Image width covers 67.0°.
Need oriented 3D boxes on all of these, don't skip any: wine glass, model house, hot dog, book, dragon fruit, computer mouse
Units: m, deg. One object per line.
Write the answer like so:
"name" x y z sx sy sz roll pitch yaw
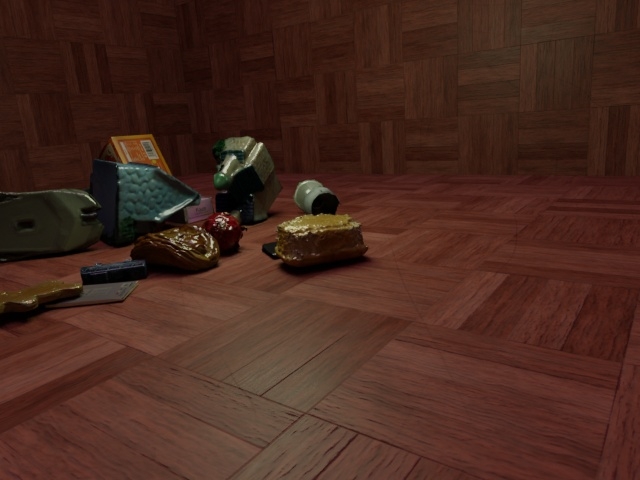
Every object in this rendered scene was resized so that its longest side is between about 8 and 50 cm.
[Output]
"wine glass" -0.014 -0.147 1.863 0.143 0.144 0.321 -7 17 -10
"model house" -0.322 -0.209 1.898 0.243 0.298 0.284 0 51 25
"model house" -0.663 -0.155 1.847 0.339 0.298 0.360 -6 13 -39
"hot dog" -0.411 0.017 1.374 0.259 0.114 0.175 1 13 24
"book" -0.550 0.130 1.174 0.181 0.014 0.127 -5 14 -5
"dragon fruit" -0.307 -0.023 1.497 0.136 0.133 0.166 36 1 -22
"computer mouse" -0.950 -0.060 1.624 0.428 0.228 0.145 -7 8 -8

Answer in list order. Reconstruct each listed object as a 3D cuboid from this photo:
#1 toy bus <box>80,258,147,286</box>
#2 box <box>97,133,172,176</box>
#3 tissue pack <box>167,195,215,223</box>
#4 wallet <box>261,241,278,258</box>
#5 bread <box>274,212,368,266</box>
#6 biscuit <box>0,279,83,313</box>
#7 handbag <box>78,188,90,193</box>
"toy bus" -0.548 0.085 1.286 0.165 0.047 0.065 -8 18 -17
"box" -0.830 -0.280 2.158 0.213 0.284 0.259 -16 -16 -46
"tissue pack" -0.594 -0.139 2.092 0.246 0.093 0.148 8 20 39
"wallet" -0.048 0.011 1.469 0.244 0.025 0.124 -10 15 -22
"bread" 0.000 0.000 1.307 0.245 0.121 0.174 -6 22 -25
"biscuit" -0.677 0.134 1.090 0.153 0.030 0.234 2 13 31
"handbag" -0.979 -0.129 2.018 0.062 0.179 0.229 -7 8 -12
